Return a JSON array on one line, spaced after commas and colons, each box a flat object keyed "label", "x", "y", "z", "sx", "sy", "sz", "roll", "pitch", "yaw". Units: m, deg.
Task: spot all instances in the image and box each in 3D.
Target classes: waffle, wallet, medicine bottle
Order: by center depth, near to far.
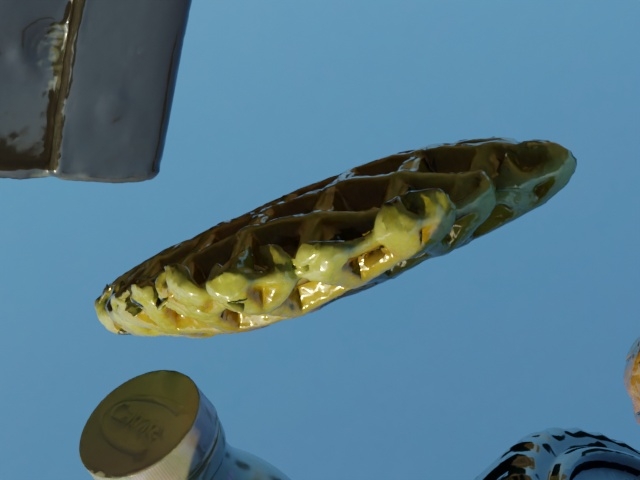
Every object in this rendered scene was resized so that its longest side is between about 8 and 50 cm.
[{"label": "waffle", "x": 0.000, "y": 0.000, "z": 0.944, "sx": 0.208, "sy": 0.054, "sz": 0.214, "roll": -25, "pitch": -176, "yaw": -20}, {"label": "medicine bottle", "x": -0.041, "y": 0.159, "z": 1.008, "sx": 0.090, "sy": 0.216, "sz": 0.090, "roll": -19, "pitch": -141, "yaw": 17}, {"label": "wallet", "x": -0.184, "y": -0.238, "z": 1.377, "sx": 0.228, "sy": 0.406, "sz": 0.062, "roll": 5, "pitch": -156, "yaw": -20}]

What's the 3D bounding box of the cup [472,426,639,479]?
[{"label": "cup", "x": 0.088, "y": 0.252, "z": 0.817, "sx": 0.292, "sy": 0.308, "sz": 0.242, "roll": -49, "pitch": -123, "yaw": 22}]

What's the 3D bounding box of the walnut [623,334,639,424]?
[{"label": "walnut", "x": 0.286, "y": 0.105, "z": 1.529, "sx": 0.105, "sy": 0.105, "sz": 0.124, "roll": -55, "pitch": -166, "yaw": -28}]
